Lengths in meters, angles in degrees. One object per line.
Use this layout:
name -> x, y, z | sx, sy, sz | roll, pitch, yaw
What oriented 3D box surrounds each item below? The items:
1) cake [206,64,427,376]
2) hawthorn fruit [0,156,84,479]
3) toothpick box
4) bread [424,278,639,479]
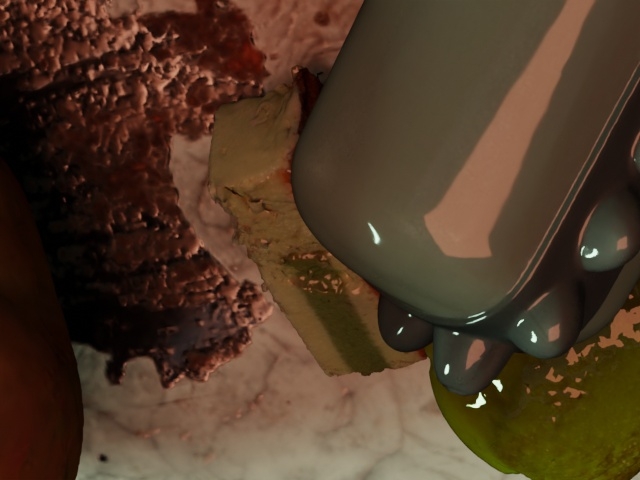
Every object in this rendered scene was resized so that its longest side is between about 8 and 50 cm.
cake -> -0.001, -0.017, 1.052 | 0.086, 0.116, 0.220 | -15, 139, 19
hawthorn fruit -> -0.383, 0.115, 0.967 | 0.472, 0.472, 0.471 | 4, 111, 10
toothpick box -> 0.117, -0.075, 0.867 | 0.229, 0.229, 0.316 | 27, 97, 1
bread -> 0.227, 0.013, 0.976 | 0.166, 0.112, 0.383 | 43, 112, -6
